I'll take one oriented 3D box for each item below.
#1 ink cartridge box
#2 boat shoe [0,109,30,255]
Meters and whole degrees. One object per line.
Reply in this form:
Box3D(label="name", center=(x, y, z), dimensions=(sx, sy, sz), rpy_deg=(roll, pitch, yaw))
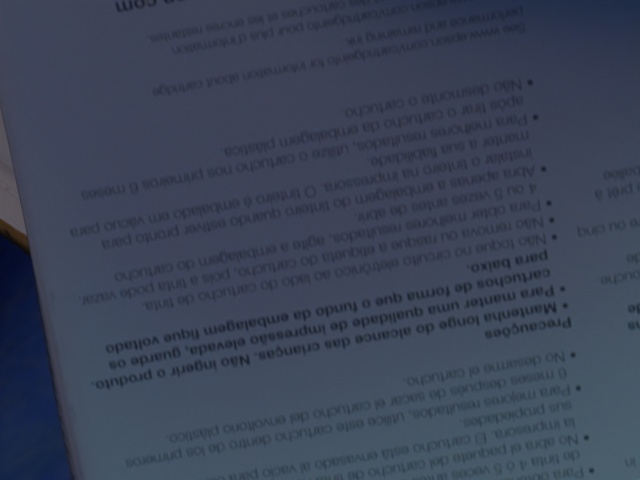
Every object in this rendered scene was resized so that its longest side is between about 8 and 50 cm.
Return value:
Box3D(label="ink cartridge box", center=(0.054, 0.013, 0.409), dimensions=(0.223, 0.045, 0.224), rpy_deg=(-9, 100, 3))
Box3D(label="boat shoe", center=(0.000, 0.000, 0.536), dimensions=(0.277, 0.098, 0.096), rpy_deg=(27, 84, 30))
